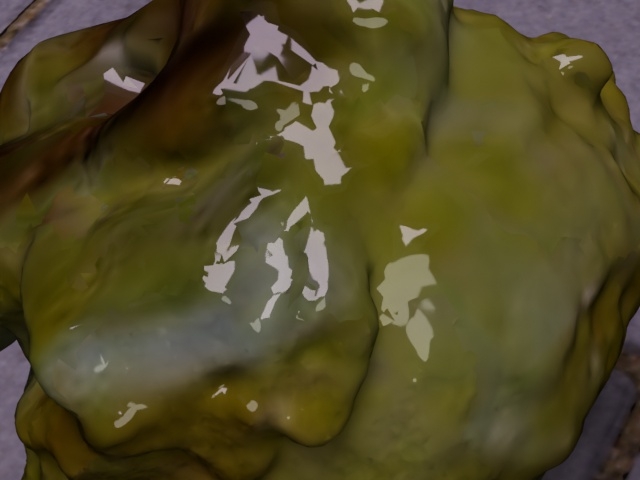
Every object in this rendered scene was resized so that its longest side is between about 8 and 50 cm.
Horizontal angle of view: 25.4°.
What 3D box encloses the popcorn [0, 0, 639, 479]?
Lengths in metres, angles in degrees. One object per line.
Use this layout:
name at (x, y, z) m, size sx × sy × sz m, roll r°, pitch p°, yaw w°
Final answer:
popcorn at (0.001, 0.014, 0.616) m, size 0.312 × 0.312 × 0.312 m, roll -5°, pitch 49°, yaw 6°
